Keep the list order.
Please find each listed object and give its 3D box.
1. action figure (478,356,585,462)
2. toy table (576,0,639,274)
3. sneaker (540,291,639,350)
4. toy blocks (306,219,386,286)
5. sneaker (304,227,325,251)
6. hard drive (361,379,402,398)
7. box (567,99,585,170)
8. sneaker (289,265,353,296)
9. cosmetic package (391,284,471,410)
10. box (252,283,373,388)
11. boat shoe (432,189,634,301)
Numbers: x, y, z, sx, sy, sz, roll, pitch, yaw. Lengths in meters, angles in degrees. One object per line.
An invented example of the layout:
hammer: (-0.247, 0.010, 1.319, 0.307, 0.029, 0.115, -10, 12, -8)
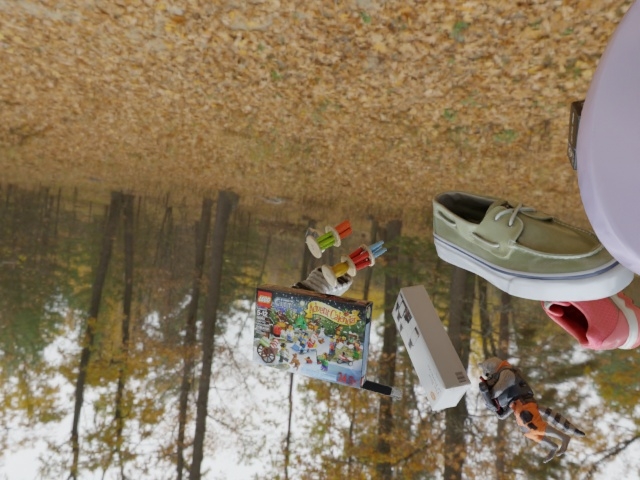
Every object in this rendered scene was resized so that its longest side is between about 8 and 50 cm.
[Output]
action figure: (0.618, 0.503, 1.535, 0.178, 0.330, 0.341, -38, 149, 5)
toy table: (0.258, -0.106, 0.237, 0.252, 0.275, 0.161, 20, 176, 12)
sneaker: (0.492, 0.088, 1.002, 0.136, 0.116, 0.314, -9, -136, -19)
toy blocks: (0.060, 0.012, 1.067, 0.148, 0.123, 0.054, -28, 179, -21)
sneaker: (0.000, 0.000, 1.358, 0.061, 0.054, 0.152, 15, -168, -15)
hard drive: (0.130, 0.339, 1.143, 0.094, 0.022, 0.135, 9, 163, 22)
box: (0.683, -0.255, 1.159, 0.180, 0.147, 0.078, -6, -140, 16)
sneaker: (-0.008, 0.160, 1.460, 0.110, 0.118, 0.292, 30, -151, 25)
cosmetic package: (0.222, 0.218, 1.038, 0.060, 0.239, 0.099, -9, 139, -13)
box: (-0.020, 0.181, 0.972, 0.232, 0.159, 0.044, 7, -171, 22)
boat shoe: (0.237, -0.004, 0.635, 0.109, 0.094, 0.302, -30, -160, -19)
